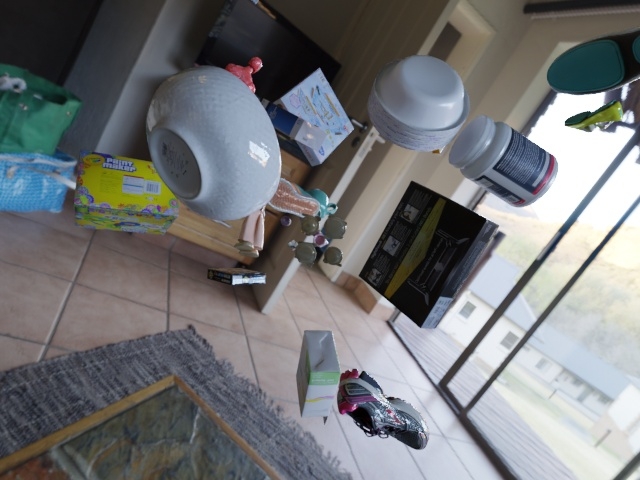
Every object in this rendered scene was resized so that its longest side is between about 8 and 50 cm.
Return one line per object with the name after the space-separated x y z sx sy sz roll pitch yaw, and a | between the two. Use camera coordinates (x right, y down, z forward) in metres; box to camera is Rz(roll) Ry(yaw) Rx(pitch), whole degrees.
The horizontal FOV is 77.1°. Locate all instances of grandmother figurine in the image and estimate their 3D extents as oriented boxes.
-0.251 -0.110 1.567 0.103 0.343 0.208 7 -23 1 | grandmother figurine

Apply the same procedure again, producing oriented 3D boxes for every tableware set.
0.000 0.000 1.124 0.141 0.169 0.020 13 18 15 | tableware set

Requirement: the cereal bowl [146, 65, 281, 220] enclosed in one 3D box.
-0.256 -0.184 0.861 0.339 0.339 0.141 36 46 14 | cereal bowl

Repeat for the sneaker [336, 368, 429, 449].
0.157 0.468 1.051 0.299 0.121 0.112 37 34 -11 | sneaker

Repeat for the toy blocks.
-0.069 -0.077 2.053 0.289 0.308 0.260 58 5 8 | toy blocks

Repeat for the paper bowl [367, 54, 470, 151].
0.287 -0.407 1.144 0.284 0.284 0.148 35 -28 8 | paper bowl

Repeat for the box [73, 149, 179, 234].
-0.646 -0.143 1.340 0.289 0.177 0.279 6 -15 -30 | box

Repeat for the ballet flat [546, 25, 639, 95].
0.749 -0.446 0.948 0.139 0.139 0.400 29 -10 -20 | ballet flat

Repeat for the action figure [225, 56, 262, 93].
-0.225 -0.314 0.946 0.091 0.280 0.139 46 19 -5 | action figure

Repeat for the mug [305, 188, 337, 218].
-0.019 -0.151 1.770 0.097 0.157 0.129 -84 154 -47 | mug

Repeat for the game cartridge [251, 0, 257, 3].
-0.176 -0.710 1.111 0.056 0.083 0.017 34 12 -35 | game cartridge

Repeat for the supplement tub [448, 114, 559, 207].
0.555 -0.239 1.227 0.272 0.191 0.191 29 12 -10 | supplement tub

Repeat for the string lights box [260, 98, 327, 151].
-0.111 -0.425 1.476 0.259 0.077 0.133 39 15 37 | string lights box

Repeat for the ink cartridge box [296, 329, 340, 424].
-0.021 0.549 1.587 0.119 0.354 0.207 2 35 -11 | ink cartridge box

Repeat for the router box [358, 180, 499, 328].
0.267 0.033 1.045 0.081 0.309 0.243 14 19 -45 | router box

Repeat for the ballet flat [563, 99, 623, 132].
0.934 -0.410 1.376 0.077 0.077 0.231 50 -3 -5 | ballet flat

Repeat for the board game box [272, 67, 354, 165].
-0.020 -0.549 1.785 0.065 0.318 0.319 -9 -57 46 | board game box

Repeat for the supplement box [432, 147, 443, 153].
0.517 -0.431 1.747 0.036 0.098 0.062 10 -41 37 | supplement box

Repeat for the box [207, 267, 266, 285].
-0.379 0.159 1.798 0.175 0.051 0.220 3 1 -44 | box

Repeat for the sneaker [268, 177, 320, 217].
-0.134 -0.166 1.434 0.121 0.108 0.302 39 9 39 | sneaker
